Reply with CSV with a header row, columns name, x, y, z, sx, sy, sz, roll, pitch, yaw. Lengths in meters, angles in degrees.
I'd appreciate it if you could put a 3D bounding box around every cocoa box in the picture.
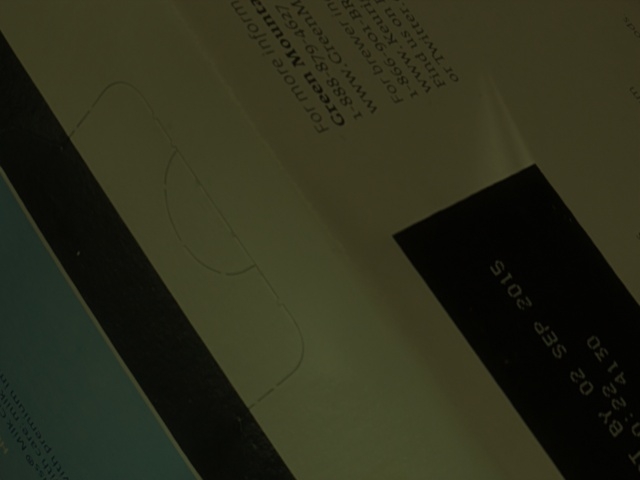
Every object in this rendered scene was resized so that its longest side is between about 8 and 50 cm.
name,x,y,z,sx,sy,sz,roll,pitch,yaw
cocoa box,0.000,0.000,0.463,0.231,0.347,0.228,-25,167,-45
